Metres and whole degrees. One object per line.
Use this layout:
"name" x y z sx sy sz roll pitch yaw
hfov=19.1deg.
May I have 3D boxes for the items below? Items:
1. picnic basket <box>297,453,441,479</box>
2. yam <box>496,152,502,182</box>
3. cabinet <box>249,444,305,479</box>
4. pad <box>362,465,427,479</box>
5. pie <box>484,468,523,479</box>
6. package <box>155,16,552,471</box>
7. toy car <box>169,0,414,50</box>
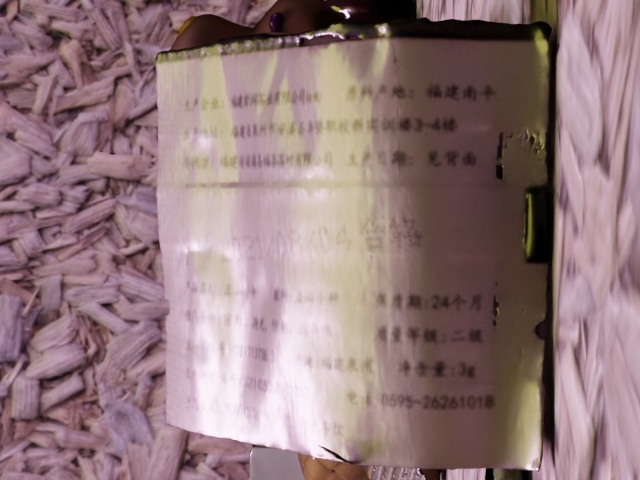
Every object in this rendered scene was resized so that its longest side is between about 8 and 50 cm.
"picnic basket" 0.024 0.095 1.386 0.138 0.128 0.178 -99 -8 -68
"yam" 0.027 -0.019 1.096 0.254 0.154 0.154 80 -169 -82
"cabinet" 0.009 0.228 1.760 0.206 0.145 0.150 -94 4 -79
"pad" 0.011 0.157 1.065 0.250 0.055 0.323 60 151 17
"pie" 0.089 0.136 0.929 0.085 0.017 0.085 -179 90 -89
"package" 0.000 0.000 0.902 0.062 0.251 0.204 2 -92 -48
"toy car" -0.039 -0.095 1.762 0.341 0.240 0.271 -74 -15 -61
